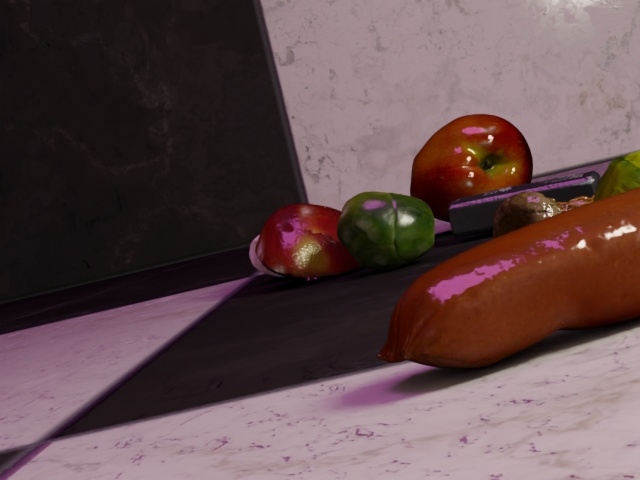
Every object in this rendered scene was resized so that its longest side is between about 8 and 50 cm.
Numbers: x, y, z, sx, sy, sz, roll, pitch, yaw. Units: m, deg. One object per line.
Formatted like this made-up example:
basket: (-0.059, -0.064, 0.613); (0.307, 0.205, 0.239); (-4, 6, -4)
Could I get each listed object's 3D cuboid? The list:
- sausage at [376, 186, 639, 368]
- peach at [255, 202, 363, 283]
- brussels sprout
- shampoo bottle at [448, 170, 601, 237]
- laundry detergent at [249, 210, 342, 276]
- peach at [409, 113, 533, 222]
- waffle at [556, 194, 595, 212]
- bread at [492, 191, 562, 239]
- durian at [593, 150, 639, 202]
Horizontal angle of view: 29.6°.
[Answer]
sausage: (0.199, 0.019, 0.897); (0.349, 0.094, 0.097); (-15, 2, -19)
peach: (-0.001, -0.017, 1.943); (0.189, 0.068, 0.279); (10, 26, 5)
brussels sprout: (0.094, -0.014, 1.775); (0.155, 0.117, 0.155); (0, -14, 0)
shampoo bottle: (0.364, -0.062, 1.924); (0.310, 0.071, 0.098); (-10, 1, 18)
laundry detergent: (0.000, 0.000, 2.177); (0.159, 0.087, 0.335); (-1, 7, 22)
peach: (0.272, -0.122, 2.212); (0.243, 0.199, 0.243); (-29, 3, 2)
waffle: (0.372, -0.039, 1.619); (0.232, 0.051, 0.229); (-15, 3, -39)
bread: (0.263, -0.021, 1.507); (0.060, 0.082, 0.113); (-12, 5, -28)
durian: (0.331, -0.025, 1.161); (0.139, 0.101, 0.250); (22, 4, 0)
